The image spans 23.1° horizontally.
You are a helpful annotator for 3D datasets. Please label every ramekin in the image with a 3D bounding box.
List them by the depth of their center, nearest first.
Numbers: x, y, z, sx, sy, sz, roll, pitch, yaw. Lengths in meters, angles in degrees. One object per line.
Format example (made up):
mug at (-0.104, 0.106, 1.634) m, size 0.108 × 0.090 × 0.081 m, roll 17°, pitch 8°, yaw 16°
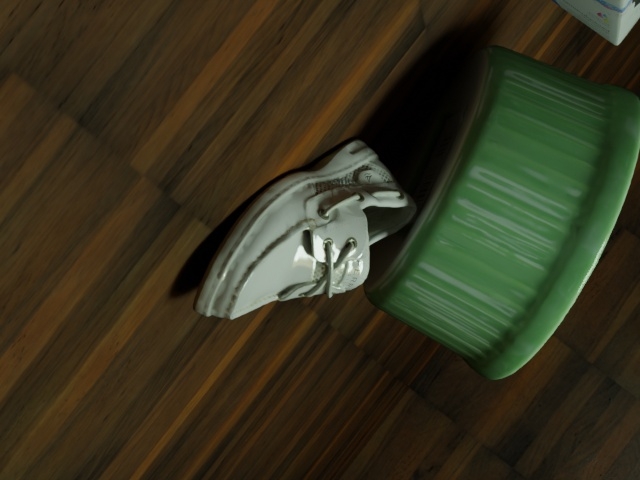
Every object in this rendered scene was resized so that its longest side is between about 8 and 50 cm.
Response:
ramekin at (0.161, -0.036, 1.475) m, size 0.303 × 0.148 × 0.303 m, roll -62°, pitch -172°, yaw 15°

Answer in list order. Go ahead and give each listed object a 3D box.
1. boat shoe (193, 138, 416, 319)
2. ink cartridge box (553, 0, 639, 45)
boat shoe at (0.000, 0.000, 1.285) m, size 0.277 × 0.096 × 0.098 m, roll -39°, pitch 162°, yaw -50°
ink cartridge box at (0.217, -0.255, 1.284) m, size 0.078 × 0.134 × 0.231 m, roll -52°, pitch 168°, yaw -1°
